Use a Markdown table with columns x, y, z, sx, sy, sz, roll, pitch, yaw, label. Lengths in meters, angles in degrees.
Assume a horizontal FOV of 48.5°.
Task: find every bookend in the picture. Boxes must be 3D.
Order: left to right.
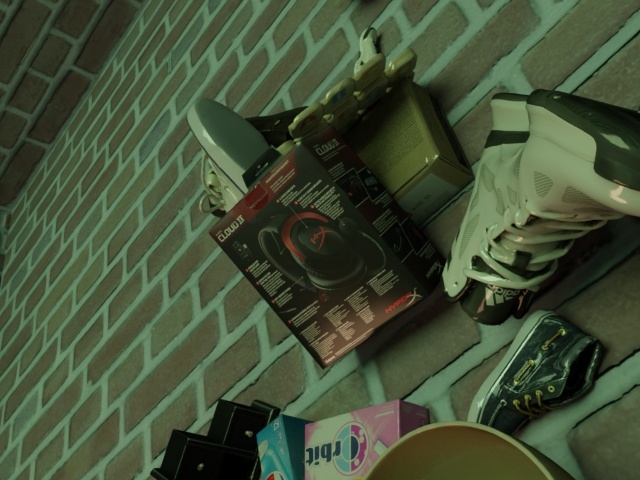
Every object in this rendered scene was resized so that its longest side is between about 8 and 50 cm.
| x | y | z | sx | sy | sz | roll | pitch | yaw | label |
| --- | --- | --- | --- | --- | --- | --- | --- | --- | --- |
| -0.167 | 0.324 | 1.149 | 0.072 | 0.156 | 0.157 | 2 | 71 | 54 | bookend |

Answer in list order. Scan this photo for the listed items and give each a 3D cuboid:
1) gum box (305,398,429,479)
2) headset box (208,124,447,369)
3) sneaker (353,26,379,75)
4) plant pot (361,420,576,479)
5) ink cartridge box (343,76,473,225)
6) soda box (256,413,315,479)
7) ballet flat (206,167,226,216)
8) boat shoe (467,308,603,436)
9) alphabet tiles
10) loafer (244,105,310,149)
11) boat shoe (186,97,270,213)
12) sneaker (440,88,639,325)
| x | y | z | sx | sy | sz | roll | pitch | yaw | label |
| --- | --- | --- | --- | --- | --- | --- | --- | --- | --- |
| 0.055 | 0.287 | 0.946 | 0.188 | 0.062 | 0.107 | -27 | 50 | 40 | gum box |
| 0.000 | 0.000 | 1.002 | 0.218 | 0.293 | 0.110 | -41 | -1 | 33 | headset box |
| 0.094 | -0.344 | 1.310 | 0.044 | 0.040 | 0.109 | -1 | 72 | 36 | sneaker |
| 0.174 | 0.326 | 0.652 | 0.284 | 0.191 | 0.284 | -31 | 47 | 41 | plant pot |
| 0.101 | -0.103 | 1.102 | 0.235 | 0.088 | 0.193 | -42 | 42 | 30 | ink cartridge box |
| -0.033 | 0.360 | 1.019 | 0.067 | 0.071 | 0.210 | -45 | 39 | 27 | soda box |
| -0.178 | -0.126 | 1.488 | 0.280 | 0.096 | 0.095 | -22 | 54 | 46 | ballet flat |
| 0.232 | 0.168 | 0.780 | 0.183 | 0.065 | 0.083 | -62 | 32 | 4 | boat shoe |
| 0.034 | -0.188 | 1.113 | 0.284 | 0.021 | 0.278 | -38 | -8 | -2 | alphabet tiles |
| -0.094 | -0.191 | 1.346 | 0.220 | 0.080 | 0.078 | -22 | 58 | -11 | loafer |
| -0.132 | -0.077 | 1.258 | 0.367 | 0.136 | 0.156 | 48 | 122 | 8 | boat shoe |
| 0.240 | -0.009 | 0.717 | 0.447 | 0.169 | 0.257 | -73 | -3 | -78 | sneaker |
